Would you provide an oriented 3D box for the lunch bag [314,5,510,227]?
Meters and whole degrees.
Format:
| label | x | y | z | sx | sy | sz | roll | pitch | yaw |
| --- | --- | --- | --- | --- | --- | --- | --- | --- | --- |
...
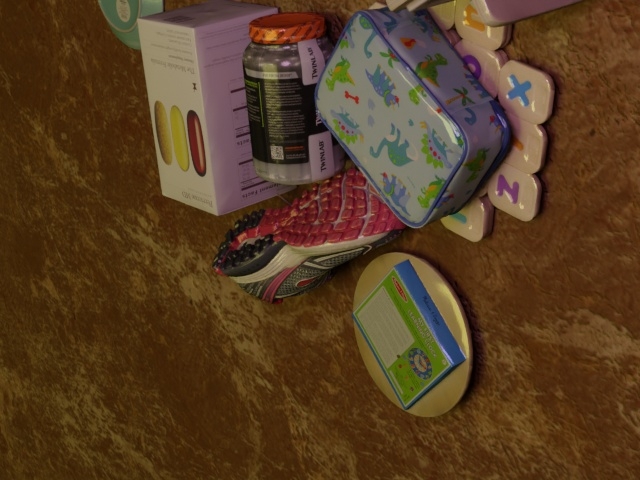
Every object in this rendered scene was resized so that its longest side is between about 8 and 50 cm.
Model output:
| label | x | y | z | sx | sy | sz | roll | pitch | yaw |
| --- | --- | --- | --- | --- | --- | --- | --- | --- | --- |
| lunch bag | 0.093 | -0.134 | 1.410 | 0.219 | 0.090 | 0.176 | 53 | 141 | 22 |

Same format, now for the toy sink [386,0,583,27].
| label | x | y | z | sx | sy | sz | roll | pitch | yaw |
| --- | --- | --- | --- | --- | --- | --- | --- | --- | --- |
| toy sink | 0.134 | -0.303 | 1.252 | 0.131 | 0.152 | 0.234 | -25 | 87 | 55 |

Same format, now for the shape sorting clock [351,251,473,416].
| label | x | y | z | sx | sy | sz | roll | pitch | yaw |
| --- | --- | --- | --- | --- | --- | --- | --- | --- | --- |
| shape sorting clock | 0.112 | 0.114 | 1.594 | 0.206 | 0.040 | 0.206 | 28 | 126 | 47 |

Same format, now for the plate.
| label | x | y | z | sx | sy | sz | roll | pitch | yaw |
| --- | --- | --- | --- | --- | --- | --- | --- | --- | --- |
| plate | -0.289 | -0.368 | 1.903 | 0.188 | 0.024 | 0.188 | 28 | 127 | 43 |

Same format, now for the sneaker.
| label | x | y | z | sx | sy | sz | roll | pitch | yaw |
| --- | --- | --- | --- | --- | --- | --- | --- | --- | --- |
| sneaker | 0.000 | 0.000 | 1.642 | 0.299 | 0.121 | 0.112 | -18 | 131 | 45 |

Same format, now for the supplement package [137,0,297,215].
| label | x | y | z | sx | sy | sz | roll | pitch | yaw |
| --- | --- | --- | --- | --- | --- | --- | --- | --- | --- |
| supplement package | -0.132 | -0.175 | 1.692 | 0.139 | 0.133 | 0.244 | 19 | 122 | 49 |

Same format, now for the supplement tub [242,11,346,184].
| label | x | y | z | sx | sy | sz | roll | pitch | yaw |
| --- | --- | --- | --- | --- | --- | --- | --- | --- | --- |
| supplement tub | -0.032 | -0.172 | 1.574 | 0.117 | 0.117 | 0.191 | 21 | 124 | 47 |

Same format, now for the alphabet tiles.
| label | x | y | z | sx | sy | sz | roll | pitch | yaw |
| --- | --- | --- | --- | --- | --- | --- | --- | --- | --- |
| alphabet tiles | 0.145 | -0.146 | 1.431 | 0.278 | 0.021 | 0.284 | 31 | 131 | 41 |
